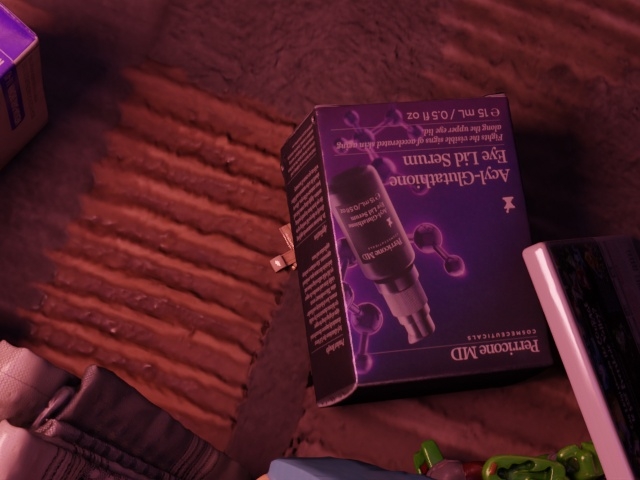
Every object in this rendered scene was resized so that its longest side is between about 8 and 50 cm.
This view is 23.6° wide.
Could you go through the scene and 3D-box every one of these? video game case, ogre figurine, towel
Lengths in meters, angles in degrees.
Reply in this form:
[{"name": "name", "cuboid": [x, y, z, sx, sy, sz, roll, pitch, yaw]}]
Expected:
[{"name": "video game case", "cuboid": [0.220, 0.089, 1.113, 0.022, 0.173, 0.190, -24, 79, 30]}, {"name": "ogre figurine", "cuboid": [0.100, 0.186, 1.084, 0.197, 0.118, 0.097, -38, 89, -13]}, {"name": "towel", "cuboid": [-0.156, 0.250, 0.948, 0.056, 0.312, 0.324, 11, 73, 30]}]

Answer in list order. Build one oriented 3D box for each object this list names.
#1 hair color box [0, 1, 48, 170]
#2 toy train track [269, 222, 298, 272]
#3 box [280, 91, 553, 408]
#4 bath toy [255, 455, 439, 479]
[{"name": "hair color box", "cuboid": [-0.336, -0.022, 1.033, 0.110, 0.185, 0.339, 43, 76, 3]}, {"name": "toy train track", "cuboid": [0.000, 0.000, 1.165, 0.083, 0.014, 0.048, -28, 83, -14]}, {"name": "box", "cuboid": [0.067, 0.009, 1.117, 0.153, 0.108, 0.207, -6, 78, -17]}, {"name": "bath toy", "cuboid": [-0.013, 0.308, 0.981, 0.129, 0.151, 0.348, 6, 112, -45]}]
